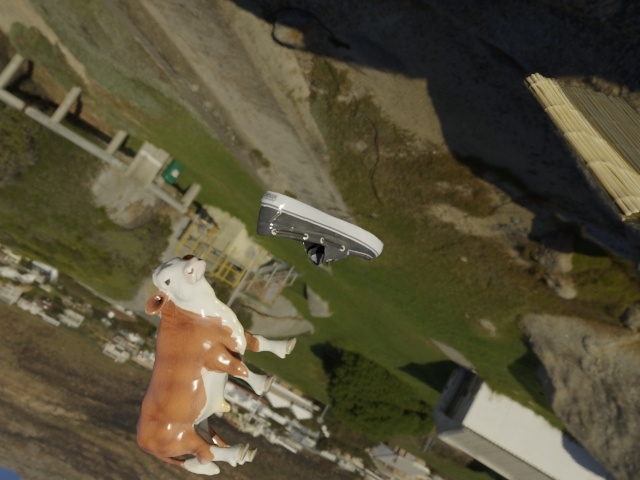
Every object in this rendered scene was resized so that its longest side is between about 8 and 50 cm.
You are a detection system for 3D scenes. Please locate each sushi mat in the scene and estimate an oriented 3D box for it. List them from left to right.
[{"bbox_3d":[0.346,-0.104,0.634,0.151,0.019,0.317,11,-142,-10],"label":"sushi mat"}]

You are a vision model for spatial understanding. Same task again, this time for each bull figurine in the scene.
[{"bbox_3d":[-0.149,0.166,0.725,0.188,0.311,0.101,23,-158,11],"label":"bull figurine"}]

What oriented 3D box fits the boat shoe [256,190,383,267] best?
[{"bbox_3d":[0.000,0.000,0.832,0.228,0.076,0.080,24,173,-41],"label":"boat shoe"}]
